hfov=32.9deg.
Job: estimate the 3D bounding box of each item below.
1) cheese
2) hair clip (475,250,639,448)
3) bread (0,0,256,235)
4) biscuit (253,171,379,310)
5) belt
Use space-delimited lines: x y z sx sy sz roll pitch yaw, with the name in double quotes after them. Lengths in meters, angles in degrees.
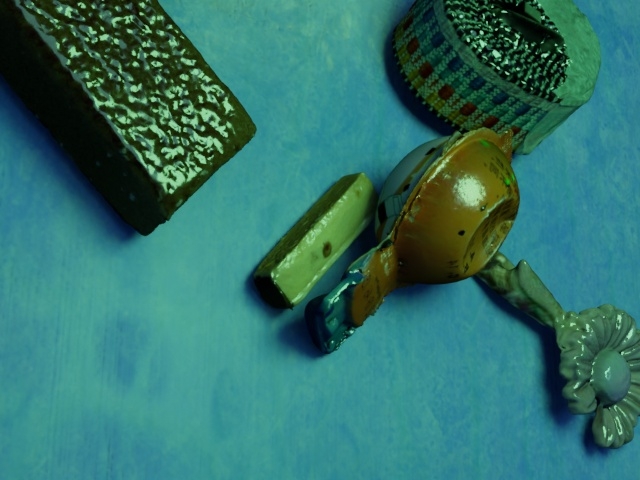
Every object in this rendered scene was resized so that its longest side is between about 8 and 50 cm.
0.110 -0.005 1.200 0.129 0.217 0.329 36 68 28 "cheese"
0.309 0.118 1.330 0.300 0.069 0.173 44 58 -11 "hair clip"
-0.249 -0.213 1.094 0.165 0.113 0.417 -43 99 -32 "bread"
0.000 0.000 1.203 0.188 0.052 0.056 -48 113 -31 "biscuit"
0.224 -0.233 1.351 0.257 0.150 0.207 18 56 -25 "belt"
